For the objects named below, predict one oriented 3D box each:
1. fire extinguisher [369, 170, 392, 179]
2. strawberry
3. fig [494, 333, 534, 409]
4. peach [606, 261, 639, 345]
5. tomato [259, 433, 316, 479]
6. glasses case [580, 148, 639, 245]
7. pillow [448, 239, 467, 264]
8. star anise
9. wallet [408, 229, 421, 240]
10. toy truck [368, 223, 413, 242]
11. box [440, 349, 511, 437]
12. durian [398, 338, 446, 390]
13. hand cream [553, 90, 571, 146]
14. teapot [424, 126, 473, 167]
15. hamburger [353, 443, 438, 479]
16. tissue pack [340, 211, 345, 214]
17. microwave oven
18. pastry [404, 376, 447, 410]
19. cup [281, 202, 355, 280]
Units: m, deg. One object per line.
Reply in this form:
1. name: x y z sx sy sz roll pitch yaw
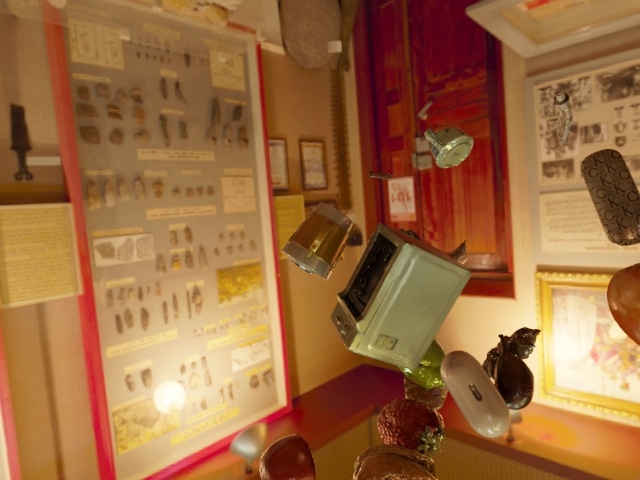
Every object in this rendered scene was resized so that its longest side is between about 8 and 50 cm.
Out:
1. fire extinguisher: 0.210 -0.228 1.498 0.083 0.028 0.022 16 -137 29
2. strawberry: 0.357 0.762 1.748 0.257 0.258 0.276 -8 -153 -34
3. fig: 0.722 0.492 1.629 0.145 0.275 0.170 -16 159 25
4. peach: 1.172 0.219 1.413 0.387 0.389 0.388 -5 -176 0
5. tomato: -0.122 0.735 1.362 0.139 0.233 0.200 10 -151 -30
6. glasses case: 1.035 -0.153 1.510 0.137 0.355 0.085 -24 159 35
7. pillow: 0.605 0.084 1.904 0.185 0.118 0.043 -35 -145 -31
8. star anise: 0.829 0.492 1.895 0.331 0.118 0.332 -35 161 -14
9. wallet: 0.353 0.118 1.764 0.071 0.263 0.221 13 134 -37
10. toy truck: 0.280 0.025 1.641 0.215 0.110 0.116 13 135 -39
11. box: 0.528 0.526 1.488 0.141 0.289 0.349 -33 155 4
12. durian: 0.402 0.465 1.850 0.204 0.339 0.256 -48 -177 15
13. hand cream: 0.914 -0.470 1.630 0.050 0.084 0.257 -24 140 15
14. teapot: 0.487 -0.376 1.661 0.231 0.159 0.158 3 178 -41
15. hamburger: 0.245 0.831 1.400 0.283 0.305 0.174 3 -176 1
16. tissue pack: 0.056 -0.058 2.014 0.127 0.123 0.178 10 154 14
17. microwave oven: 0.230 0.166 1.315 0.286 0.355 0.218 21 -169 -22
18. pastry: 0.496 0.714 2.081 0.218 0.229 0.100 -42 162 6
19. cup: 0.000 0.000 1.418 0.185 0.226 0.241 33 172 0
